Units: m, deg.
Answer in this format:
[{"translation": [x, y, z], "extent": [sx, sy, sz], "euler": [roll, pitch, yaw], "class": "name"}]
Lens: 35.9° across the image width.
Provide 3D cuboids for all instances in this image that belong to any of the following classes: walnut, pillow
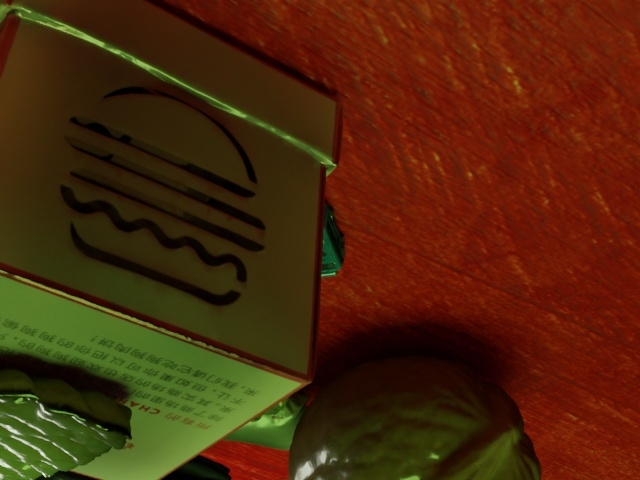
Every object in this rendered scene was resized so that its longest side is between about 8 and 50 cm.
[{"translation": [0.117, 0.289, 1.244], "extent": [0.333, 0.332, 0.332], "euler": [2, 143, 1], "class": "walnut"}, {"translation": [-0.144, 0.237, 1.355], "extent": [0.254, 0.078, 0.144], "euler": [8, 150, -4], "class": "pillow"}]

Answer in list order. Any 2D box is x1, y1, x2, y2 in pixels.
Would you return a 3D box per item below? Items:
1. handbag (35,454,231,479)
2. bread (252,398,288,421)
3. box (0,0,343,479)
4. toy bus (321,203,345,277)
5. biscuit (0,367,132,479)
[{"translation": [-0.302, 0.315, 1.381], "extent": [0.288, 0.152, 0.342], "euler": [13, 168, -27], "class": "handbag"}, {"translation": [-0.102, 0.174, 1.246], "extent": [0.156, 0.110, 0.103], "euler": [17, 147, -17], "class": "bread"}, {"translation": [-0.196, 0.002, 0.856], "extent": [0.314, 0.300, 0.312], "euler": [24, 139, -25], "class": "box"}, {"translation": [0.000, 0.000, 1.053], "extent": [0.038, 0.046, 0.083], "euler": [-7, 141, 13], "class": "toy bus"}, {"translation": [-0.281, 0.150, 0.780], "extent": [0.187, 0.036, 0.274], "euler": [30, 139, -32], "class": "biscuit"}]
